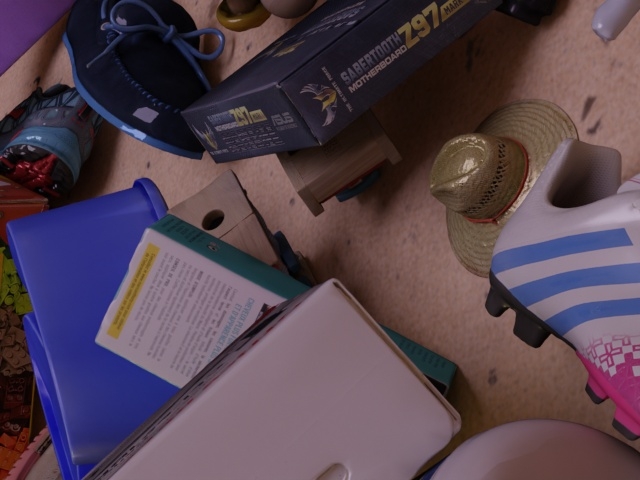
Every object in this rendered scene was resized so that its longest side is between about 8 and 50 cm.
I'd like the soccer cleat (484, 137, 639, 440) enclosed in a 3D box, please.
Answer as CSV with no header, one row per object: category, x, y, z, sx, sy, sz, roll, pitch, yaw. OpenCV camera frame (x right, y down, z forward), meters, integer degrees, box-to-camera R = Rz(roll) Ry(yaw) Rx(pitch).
soccer cleat,0.209,0.036,0.936,0.331,0.116,0.143,40,111,55

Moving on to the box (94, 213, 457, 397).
box,-0.032,0.082,1.175,0.100,0.244,0.060,-63,-4,16

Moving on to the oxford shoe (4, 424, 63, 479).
oxford shoe,-0.215,0.304,1.409,0.146,0.140,0.397,-9,48,34

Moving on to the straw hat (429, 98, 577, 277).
straw hat,0.115,-0.047,1.162,0.144,0.061,0.144,-26,56,48

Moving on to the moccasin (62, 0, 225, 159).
moccasin,-0.183,-0.195,1.600,0.117,0.138,0.342,-59,37,15

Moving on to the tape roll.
tape roll,-0.371,-0.234,1.810,0.275,0.090,0.275,-42,12,11

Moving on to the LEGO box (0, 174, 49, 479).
LEGO box,-0.505,0.077,1.810,0.500,0.193,0.372,23,111,53

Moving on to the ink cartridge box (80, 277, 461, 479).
ink cartridge box,-0.045,0.135,0.987,0.197,0.114,0.273,-42,2,-10

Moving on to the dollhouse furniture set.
dollhouse furniture set,0.000,0.000,1.290,0.184,0.129,0.129,-34,43,5

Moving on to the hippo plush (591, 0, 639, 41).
hippo plush,0.300,-0.237,0.792,0.236,0.294,0.234,-4,95,47

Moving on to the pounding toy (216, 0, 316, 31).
pounding toy,-0.051,-0.247,1.447,0.237,0.110,0.183,17,52,40

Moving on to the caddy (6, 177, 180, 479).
caddy,-0.147,0.101,1.365,0.341,0.179,0.241,-118,21,-46

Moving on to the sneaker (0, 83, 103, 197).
sneaker,-0.310,-0.112,1.816,0.262,0.104,0.125,-2,52,58

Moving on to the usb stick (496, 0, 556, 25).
usb stick,0.189,-0.293,1.168,0.077,0.045,0.278,36,107,54

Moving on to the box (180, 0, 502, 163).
box,0.009,-0.137,1.232,0.183,0.059,0.233,-40,13,-17

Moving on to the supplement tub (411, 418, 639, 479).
supplement tub,0.067,0.270,0.939,0.325,0.235,0.235,-41,46,40
